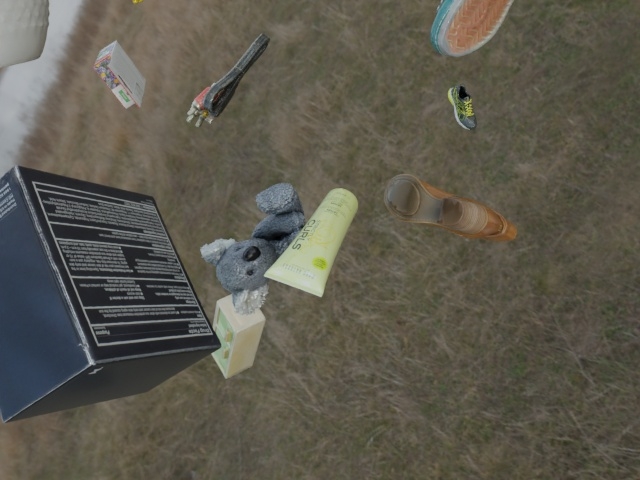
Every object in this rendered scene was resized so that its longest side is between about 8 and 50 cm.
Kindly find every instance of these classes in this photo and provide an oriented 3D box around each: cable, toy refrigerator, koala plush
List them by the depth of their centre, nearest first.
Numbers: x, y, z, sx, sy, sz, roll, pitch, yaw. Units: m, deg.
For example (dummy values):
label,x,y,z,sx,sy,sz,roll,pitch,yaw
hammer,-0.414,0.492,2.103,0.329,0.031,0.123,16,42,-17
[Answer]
label,x,y,z,sx,sy,sz,roll,pitch,yaw
koala plush,-0.111,0.034,1.261,0.221,0.196,0.203,-34,-10,-14
cable,-0.225,-0.398,1.514,0.287,0.072,0.139,-59,0,-5
toy refrigerator,-0.224,0.248,1.637,0.102,0.094,0.270,54,149,23

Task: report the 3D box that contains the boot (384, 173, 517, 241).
label,x,y,z,sx,sy,sz,roll,pitch,yaw
boot,0.209,-0.044,1.029,0.197,0.152,0.073,32,104,49

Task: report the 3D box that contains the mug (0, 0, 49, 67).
label,x,y,z,sx,sy,sz,roll,pitch,yaw
mug,-0.596,-0.436,0.992,0.374,0.276,0.328,13,121,44

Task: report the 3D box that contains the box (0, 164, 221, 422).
label,x,y,z,sx,sy,sz,roll,pitch,yaw
box,-0.345,0.080,0.940,0.182,0.296,0.294,-34,73,17

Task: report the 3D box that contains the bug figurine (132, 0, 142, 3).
label,x,y,z,sx,sy,sz,roll,pitch,yaw
bug figurine,-0.334,-0.587,1.127,0.072,0.279,0.216,0,37,35

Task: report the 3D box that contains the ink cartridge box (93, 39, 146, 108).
label,x,y,z,sx,sy,sz,roll,pitch,yaw
ink cartridge box,-0.246,-0.199,0.774,0.029,0.063,0.115,-30,32,7

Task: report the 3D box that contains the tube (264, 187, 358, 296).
label,x,y,z,sx,sy,sz,roll,pitch,yaw
tube,0.000,0.000,1.014,0.070,0.062,0.240,-17,26,34

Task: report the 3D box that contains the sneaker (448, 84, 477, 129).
label,x,y,z,sx,sy,sz,roll,pitch,yaw
sneaker,0.249,-0.231,1.092,0.031,0.083,0.035,-27,-3,-17

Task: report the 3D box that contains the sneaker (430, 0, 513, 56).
label,x,y,z,sx,sy,sz,roll,pitch,yaw
sneaker,0.262,-0.434,1.099,0.121,0.108,0.302,19,65,44
